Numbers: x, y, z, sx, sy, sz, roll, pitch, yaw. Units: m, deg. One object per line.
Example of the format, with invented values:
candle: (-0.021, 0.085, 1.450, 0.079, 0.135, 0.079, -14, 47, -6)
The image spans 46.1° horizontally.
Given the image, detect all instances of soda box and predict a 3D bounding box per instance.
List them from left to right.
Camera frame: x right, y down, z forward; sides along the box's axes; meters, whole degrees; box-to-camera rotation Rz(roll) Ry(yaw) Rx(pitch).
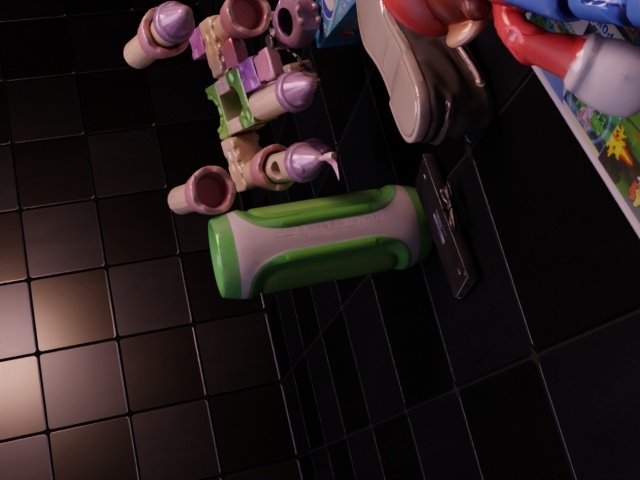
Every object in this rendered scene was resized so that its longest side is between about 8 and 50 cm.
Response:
soda box: (0.046, -0.345, 1.099, 0.210, 0.071, 0.067, 168, 92, -76)

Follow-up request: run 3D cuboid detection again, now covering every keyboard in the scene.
keyboard: (0.163, -0.025, 0.960, 0.108, 0.023, 0.180, 95, 160, -65)

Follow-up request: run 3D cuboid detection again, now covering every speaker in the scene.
speaker: (0.000, 0.000, 1.049, 0.131, 0.296, 0.131, 170, 90, -76)

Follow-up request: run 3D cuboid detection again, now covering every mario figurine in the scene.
mario figurine: (0.174, -0.210, 0.520, 0.198, 0.170, 0.320, -62, 32, 2)

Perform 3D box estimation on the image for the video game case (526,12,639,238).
video game case: (0.237, -0.189, 0.521, 0.300, 0.036, 0.329, 101, 155, -54)

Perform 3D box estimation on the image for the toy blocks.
toy blocks: (-0.068, -0.209, 1.041, 0.260, 0.309, 0.289, -8, 100, 58)

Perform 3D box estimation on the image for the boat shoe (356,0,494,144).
boat shoe: (0.114, -0.248, 0.898, 0.112, 0.095, 0.335, 106, 157, -55)
